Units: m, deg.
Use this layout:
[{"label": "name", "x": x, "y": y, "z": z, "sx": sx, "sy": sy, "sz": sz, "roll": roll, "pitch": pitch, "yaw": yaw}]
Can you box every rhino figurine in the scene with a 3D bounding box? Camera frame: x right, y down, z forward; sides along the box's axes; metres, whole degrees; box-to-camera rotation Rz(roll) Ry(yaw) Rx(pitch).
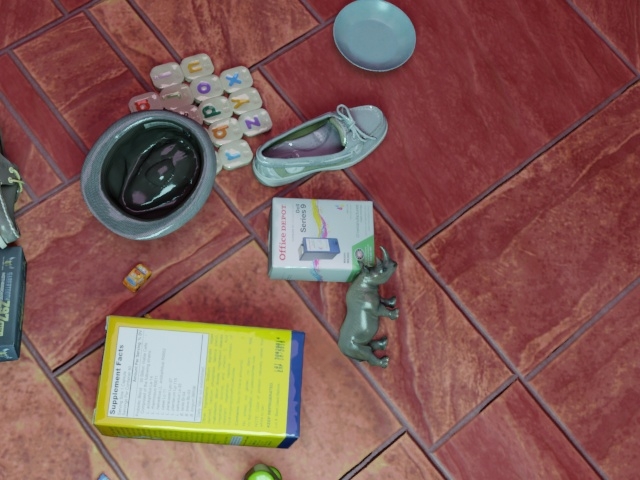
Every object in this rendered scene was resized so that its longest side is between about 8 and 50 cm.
[{"label": "rhino figurine", "x": 0.099, "y": 0.129, "z": 1.651, "sx": 0.106, "sy": 0.073, "sz": 0.244, "roll": 8, "pitch": 102, "yaw": -9}]

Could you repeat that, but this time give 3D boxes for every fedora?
[{"label": "fedora", "x": -0.339, "y": -0.129, "z": 1.686, "sx": 0.243, "sy": 0.124, "sz": 0.275, "roll": 37, "pitch": 82, "yaw": -1}]

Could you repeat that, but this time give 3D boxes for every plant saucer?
[{"label": "plant saucer", "x": 0.122, "y": -0.468, "z": 1.932, "sx": 0.194, "sy": 0.037, "sz": 0.195, "roll": 3, "pitch": 69, "yaw": -8}]

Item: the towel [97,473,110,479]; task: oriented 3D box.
[{"label": "towel", "x": -0.363, "y": 0.588, "z": 1.482, "sx": 0.285, "sy": 0.034, "sz": 0.209, "roll": 43, "pitch": 69, "yaw": 8}]

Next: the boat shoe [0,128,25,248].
[{"label": "boat shoe", "x": -0.646, "y": -0.133, "z": 1.651, "sx": 0.096, "sy": 0.117, "sz": 0.324, "roll": -21, "pitch": 63, "yaw": -16}]

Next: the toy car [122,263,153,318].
[{"label": "toy car", "x": -0.345, "y": 0.102, "z": 1.656, "sx": 0.060, "sy": 0.040, "sz": 0.122, "roll": -30, "pitch": 77, "yaw": -17}]

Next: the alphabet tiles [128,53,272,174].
[{"label": "alphabet tiles", "x": -0.260, "y": -0.272, "z": 1.814, "sx": 0.277, "sy": 0.021, "sz": 0.284, "roll": -20, "pitch": 75, "yaw": -15}]

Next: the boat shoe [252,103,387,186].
[{"label": "boat shoe", "x": 0.006, "y": -0.214, "z": 1.787, "sx": 0.320, "sy": 0.103, "sz": 0.118, "roll": -21, "pitch": 74, "yaw": -15}]

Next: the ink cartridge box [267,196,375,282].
[{"label": "ink cartridge box", "x": 0.000, "y": 0.000, "z": 1.716, "sx": 0.212, "sy": 0.093, "sz": 0.155, "roll": 2, "pitch": 71, "yaw": -6}]

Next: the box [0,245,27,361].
[{"label": "box", "x": -0.653, "y": 0.120, "z": 1.559, "sx": 0.183, "sy": 0.059, "sz": 0.233, "roll": -5, "pitch": 52, "yaw": -9}]

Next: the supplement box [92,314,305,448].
[{"label": "supplement box", "x": -0.218, "y": 0.266, "z": 1.533, "sx": 0.356, "sy": 0.195, "sz": 0.194, "roll": 6, "pitch": 69, "yaw": -7}]

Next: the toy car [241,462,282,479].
[{"label": "toy car", "x": -0.128, "y": 0.510, "z": 1.492, "sx": 0.188, "sy": 0.155, "sz": 0.149, "roll": -40, "pitch": 80, "yaw": -6}]
